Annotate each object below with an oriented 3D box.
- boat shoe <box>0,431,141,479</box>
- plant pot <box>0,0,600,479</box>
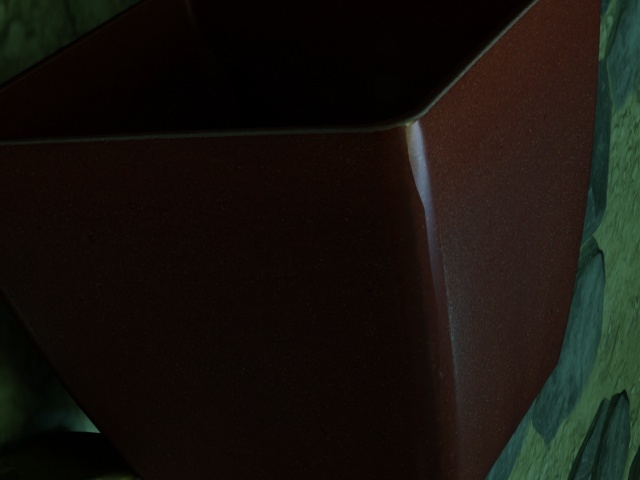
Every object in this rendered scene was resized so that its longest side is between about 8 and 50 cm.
[{"bbox_3d":[-0.162,0.169,0.773,0.277,0.098,0.096,-7,106,-66],"label":"boat shoe"},{"bbox_3d":[0.000,0.000,0.805,0.267,0.267,0.236,-46,129,-51],"label":"plant pot"}]
